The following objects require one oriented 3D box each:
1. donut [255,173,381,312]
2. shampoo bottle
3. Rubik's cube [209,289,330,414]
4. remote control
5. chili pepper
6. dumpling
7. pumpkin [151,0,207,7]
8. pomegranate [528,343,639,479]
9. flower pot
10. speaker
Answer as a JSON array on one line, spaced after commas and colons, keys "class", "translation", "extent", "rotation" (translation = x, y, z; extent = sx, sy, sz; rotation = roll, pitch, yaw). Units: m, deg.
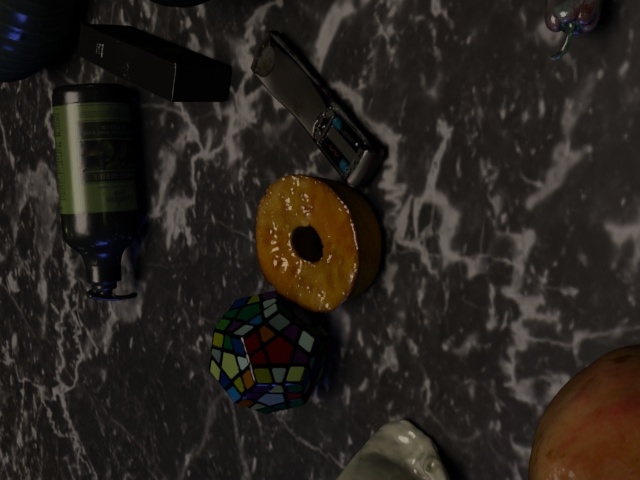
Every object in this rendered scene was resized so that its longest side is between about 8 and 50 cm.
[{"class": "donut", "translation": [0.000, 0.000, 1.032], "extent": [0.151, 0.058, 0.152], "rotation": [9, 103, 45]}, {"class": "shampoo bottle", "translation": [-0.292, -0.061, 1.306], "extent": [0.101, 0.101, 0.284], "rotation": [3, 97, 47]}, {"class": "Rubik's cube", "translation": [-0.055, 0.120, 1.066], "extent": [0.111, 0.133, 0.133], "rotation": [16, 110, 14]}, {"class": "remote control", "translation": [-0.008, -0.140, 1.042], "extent": [0.212, 0.028, 0.059], "rotation": [51, 130, 29]}, {"class": "chili pepper", "translation": [0.203, -0.220, 0.796], "extent": [0.050, 0.041, 0.153], "rotation": [1, 80, 27]}, {"class": "dumpling", "translation": [0.064, 0.293, 0.965], "extent": [0.151, 0.124, 0.229], "rotation": [22, 87, 29]}, {"class": "pumpkin", "translation": [-0.133, -0.348, 1.057], "extent": [0.211, 0.152, 0.212], "rotation": [-25, 49, 32]}, {"class": "pomegranate", "translation": [0.236, 0.170, 0.710], "extent": [0.191, 0.191, 0.191], "rotation": [8, 102, 46]}, {"class": "flower pot", "translation": [-0.435, -0.326, 1.382], "extent": [0.243, 0.157, 0.189], "rotation": [-41, 65, 43]}, {"class": "speaker", "translation": [-0.205, -0.218, 1.206], "extent": [0.218, 0.082, 0.044], "rotation": [30, 117, 42]}]
